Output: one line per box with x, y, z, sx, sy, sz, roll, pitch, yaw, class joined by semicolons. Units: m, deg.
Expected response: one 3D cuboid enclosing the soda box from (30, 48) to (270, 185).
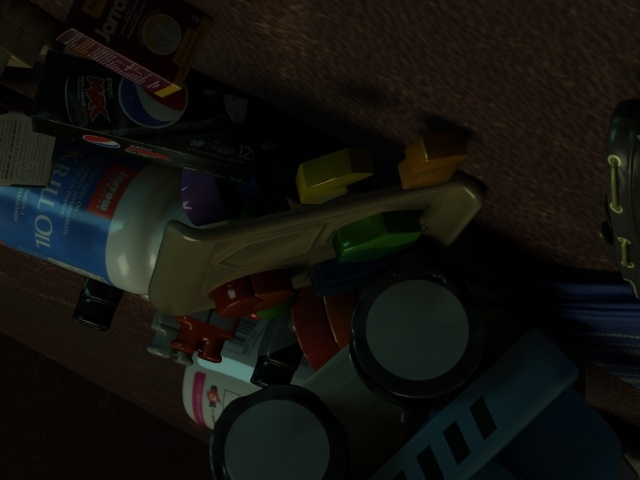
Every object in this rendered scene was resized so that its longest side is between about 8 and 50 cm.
-0.126;-0.090;1.359;0.169;0.053;0.060;13;169;-6;soda box

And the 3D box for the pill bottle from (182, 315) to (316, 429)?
0.001;0.177;2.090;0.283;0.160;0.160;19;167;22;pill bottle

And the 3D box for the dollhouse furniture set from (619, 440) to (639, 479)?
0.358;0.375;1.962;0.198;0.286;0.303;15;177;35;dollhouse furniture set

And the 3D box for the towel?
0.333;0.107;1.475;0.336;0.040;0.243;29;165;-31;towel

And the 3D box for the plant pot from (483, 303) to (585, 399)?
0.125;0.214;1.688;0.275;0.293;0.275;22;167;5;plant pot

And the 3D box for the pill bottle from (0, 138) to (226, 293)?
-0.186;-0.024;1.663;0.221;0.124;0.124;18;167;22;pill bottle

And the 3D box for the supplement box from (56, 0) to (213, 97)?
-0.122;-0.138;1.209;0.083;0.055;0.043;27;166;-19;supplement box

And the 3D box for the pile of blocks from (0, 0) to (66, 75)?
-0.370;-0.165;1.430;0.362;0.112;0.149;19;167;25;pile of blocks

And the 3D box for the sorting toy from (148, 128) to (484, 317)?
0.000;0.000;1.334;0.229;0.041;0.307;-9;165;-12;sorting toy

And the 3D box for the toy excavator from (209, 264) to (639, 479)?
0.191;0.213;1.459;0.445;0.433;0.222;47;169;11;toy excavator

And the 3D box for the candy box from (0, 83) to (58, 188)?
-0.355;-0.098;1.521;0.233;0.071;0.159;3;-165;-38;candy box

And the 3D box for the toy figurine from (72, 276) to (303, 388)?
-0.113;0.046;1.806;0.213;0.148;0.209;12;169;37;toy figurine

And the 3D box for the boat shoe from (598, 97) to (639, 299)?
0.199;-0.018;1.070;0.069;0.081;0.227;23;161;16;boat shoe

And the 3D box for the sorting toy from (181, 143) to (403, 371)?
0.007;0.003;1.550;0.126;0.127;0.365;-11;153;16;sorting toy
